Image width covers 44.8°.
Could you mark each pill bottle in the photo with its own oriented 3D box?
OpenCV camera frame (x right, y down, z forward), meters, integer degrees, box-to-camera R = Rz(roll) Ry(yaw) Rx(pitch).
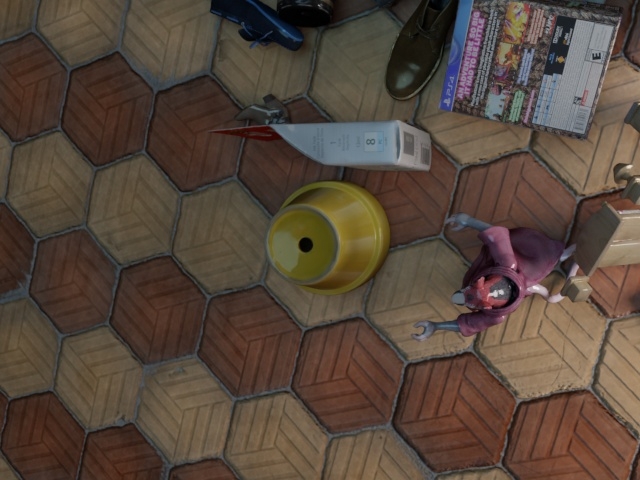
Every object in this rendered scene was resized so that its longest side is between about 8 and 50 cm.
[{"bbox_3d":[-0.025,-0.577,1.647,0.123,0.123,0.219,2,83,18],"label":"pill bottle"}]

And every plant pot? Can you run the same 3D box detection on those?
[{"bbox_3d":[0.000,0.000,1.637,0.254,0.239,0.254,2,96,17],"label":"plant pot"}]

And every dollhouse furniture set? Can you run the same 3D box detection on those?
[{"bbox_3d":[0.624,-0.071,1.498,0.173,0.303,0.355,-117,34,-42],"label":"dollhouse furniture set"}]

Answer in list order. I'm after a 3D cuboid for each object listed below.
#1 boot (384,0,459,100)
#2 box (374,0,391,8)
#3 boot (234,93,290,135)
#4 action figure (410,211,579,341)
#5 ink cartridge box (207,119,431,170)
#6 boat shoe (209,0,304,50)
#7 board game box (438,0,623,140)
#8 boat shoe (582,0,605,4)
[{"bbox_3d":[0.213,-0.433,1.595,0.112,0.115,0.305,31,105,11],"label":"boot"},{"bbox_3d":[0.183,-0.654,1.549,0.307,0.076,0.242,-28,99,30],"label":"box"},{"bbox_3d":[-0.128,-0.273,1.759,0.118,0.042,0.087,-29,87,19],"label":"boot"},{"bbox_3d":[0.340,0.096,1.462,0.276,0.370,0.248,18,102,13],"label":"action figure"},{"bbox_3d":[0.009,-0.184,1.580,0.385,0.308,0.091,0,93,19],"label":"ink cartridge box"},{"bbox_3d":[-0.141,-0.481,1.728,0.258,0.109,0.089,42,113,28],"label":"boat shoe"},{"bbox_3d":[0.401,-0.348,1.492,0.291,0.141,0.232,16,118,16],"label":"board game box"},{"bbox_3d":[0.603,-0.597,1.440,0.156,0.136,0.367,36,107,13],"label":"boat shoe"}]
